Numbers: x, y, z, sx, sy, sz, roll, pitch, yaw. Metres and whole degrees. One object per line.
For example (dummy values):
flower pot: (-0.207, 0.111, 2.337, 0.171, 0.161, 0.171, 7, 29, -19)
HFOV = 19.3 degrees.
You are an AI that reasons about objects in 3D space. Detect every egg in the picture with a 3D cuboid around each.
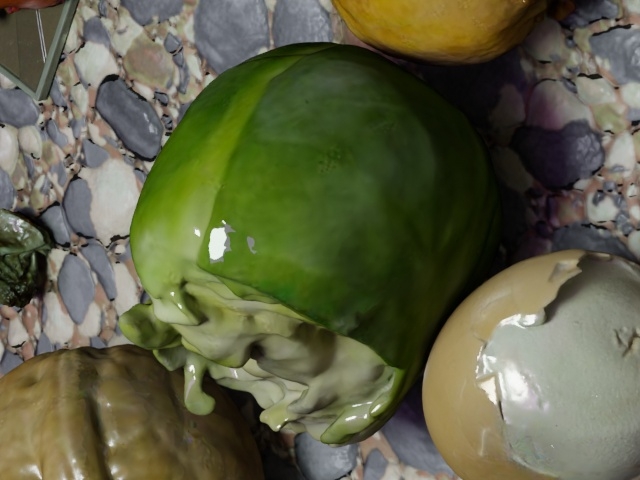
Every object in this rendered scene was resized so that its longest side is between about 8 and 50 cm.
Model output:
egg: (0.184, 0.117, 1.504, 0.244, 0.201, 0.201, -33, 77, 53)

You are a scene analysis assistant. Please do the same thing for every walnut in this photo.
walnut: (-0.201, 0.255, 1.771, 0.333, 0.333, 0.333, 9, 104, 37)

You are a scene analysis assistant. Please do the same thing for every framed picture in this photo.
framed picture: (-0.306, -0.267, 1.937, 0.150, 0.015, 0.203, 36, 119, 28)

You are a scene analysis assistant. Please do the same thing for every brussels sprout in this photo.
brussels sprout: (0.000, 0.000, 1.564, 0.276, 0.315, 0.371, 19, 149, 18)

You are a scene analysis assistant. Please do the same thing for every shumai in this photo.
shumai: (-0.329, 0.012, 1.960, 0.099, 0.124, 0.087, 32, 98, 1)

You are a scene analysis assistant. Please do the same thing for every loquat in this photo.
loquat: (0.094, -0.250, 1.506, 0.238, 0.193, 0.238, 3, 96, 33)

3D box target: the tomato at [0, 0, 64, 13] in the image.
tomato: (-0.389, -0.354, 1.866, 0.335, 0.176, 0.289, -2, 94, 40)
